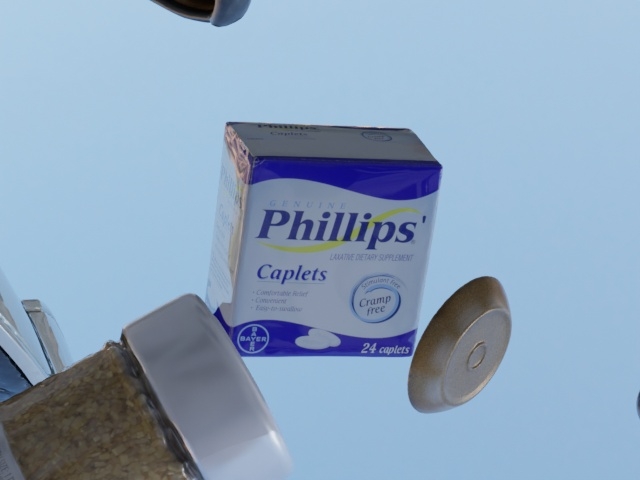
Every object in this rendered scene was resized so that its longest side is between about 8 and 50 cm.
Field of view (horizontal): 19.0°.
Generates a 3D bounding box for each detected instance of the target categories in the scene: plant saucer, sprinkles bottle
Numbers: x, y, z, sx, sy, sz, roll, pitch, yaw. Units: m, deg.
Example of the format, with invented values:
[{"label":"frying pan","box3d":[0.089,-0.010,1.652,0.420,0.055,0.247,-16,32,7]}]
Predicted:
[{"label":"plant saucer","box3d":[0.079,0.059,1.026,0.015,0.083,0.083,30,-128,32]},{"label":"sprinkles bottle","box3d":[-0.194,0.163,1.057,0.355,0.121,0.121,-29,-151,-7]}]

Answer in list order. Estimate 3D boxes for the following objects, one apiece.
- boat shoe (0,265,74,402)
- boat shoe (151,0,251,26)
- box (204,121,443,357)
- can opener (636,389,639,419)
[{"label":"boat shoe","box3d":[-0.236,0.078,1.326,0.091,0.302,0.114,-24,-111,-2]},{"label":"boat shoe","box3d":[-0.112,-0.148,0.675,0.233,0.084,0.079,25,-114,12]},{"label":"box","box3d":[0.000,0.000,1.216,0.126,0.137,0.072,1,-158,-16]},{"label":"can opener","box3d":[0.296,0.088,0.972,0.283,0.076,0.095,7,-163,-32]}]
